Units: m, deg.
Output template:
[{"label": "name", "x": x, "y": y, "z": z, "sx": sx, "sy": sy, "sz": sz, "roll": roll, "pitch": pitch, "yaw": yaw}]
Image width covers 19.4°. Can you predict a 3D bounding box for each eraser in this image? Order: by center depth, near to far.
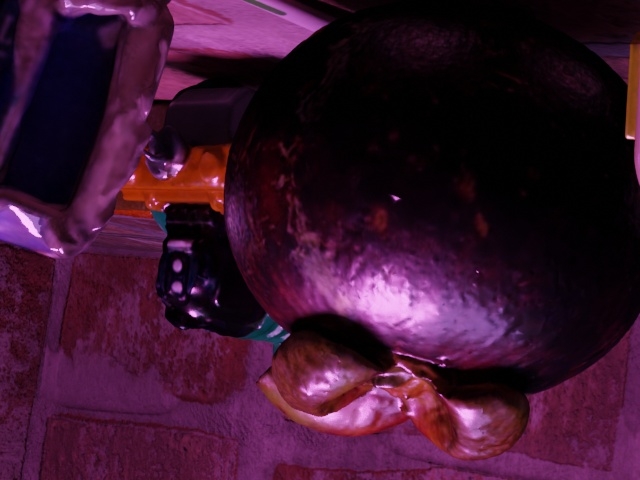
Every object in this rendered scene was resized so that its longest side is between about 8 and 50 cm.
[{"label": "eraser", "x": -0.187, "y": -0.095, "z": 1.091, "sx": 0.102, "sy": 0.155, "sz": 0.332, "roll": 21, "pitch": -178, "yaw": -25}]

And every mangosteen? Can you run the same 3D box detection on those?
[{"label": "mangosteen", "x": 0.074, "y": -0.009, "z": 1.153, "sx": 0.288, "sy": 0.288, "sz": 0.288, "roll": 8, "pitch": 175, "yaw": 1}]

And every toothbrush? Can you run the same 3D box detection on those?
[{"label": "toothbrush", "x": -0.074, "y": -0.158, "z": 1.154, "sx": 0.030, "sy": 0.030, "sz": 0.304, "roll": 4, "pitch": 174, "yaw": 39}]

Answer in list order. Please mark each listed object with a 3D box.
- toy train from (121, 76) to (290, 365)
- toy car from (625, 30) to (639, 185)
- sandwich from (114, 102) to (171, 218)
[{"label": "toy train", "x": 0.000, "y": 0.000, "z": 1.578, "sx": 0.429, "sy": 0.249, "sz": 0.178, "roll": 12, "pitch": 174, "yaw": -44}, {"label": "toy car", "x": 0.271, "y": -0.075, "z": 0.852, "sx": 0.248, "sy": 0.204, "sz": 0.198, "roll": 5, "pitch": -163, "yaw": 13}, {"label": "sandwich", "x": -0.148, "y": -0.074, "z": 1.848, "sx": 0.212, "sy": 0.109, "sz": 0.292, "roll": 2, "pitch": 180, "yaw": -20}]
